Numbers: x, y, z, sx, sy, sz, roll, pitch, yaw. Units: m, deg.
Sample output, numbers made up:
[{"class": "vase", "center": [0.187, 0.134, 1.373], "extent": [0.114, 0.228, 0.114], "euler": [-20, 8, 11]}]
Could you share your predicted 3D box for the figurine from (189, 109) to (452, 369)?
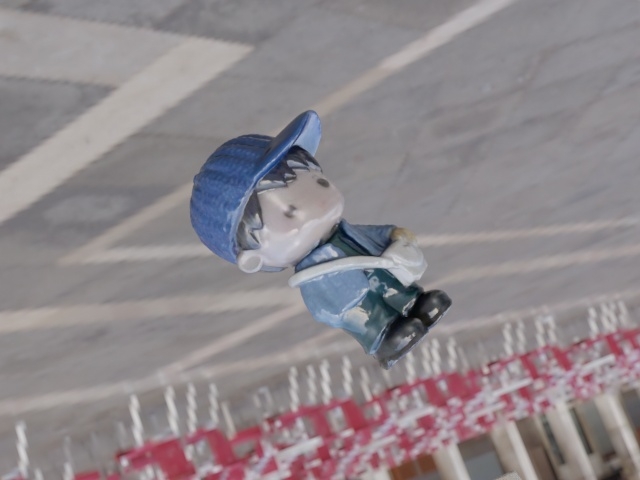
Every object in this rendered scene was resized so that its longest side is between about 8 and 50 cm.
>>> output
[{"class": "figurine", "center": [0.000, 0.000, 0.712], "extent": [0.086, 0.149, 0.087], "euler": [-45, 179, -34]}]

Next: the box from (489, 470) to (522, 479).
[{"class": "box", "center": [0.083, 0.279, 1.044], "extent": [0.194, 0.073, 0.139], "euler": [-17, 135, -24]}]
